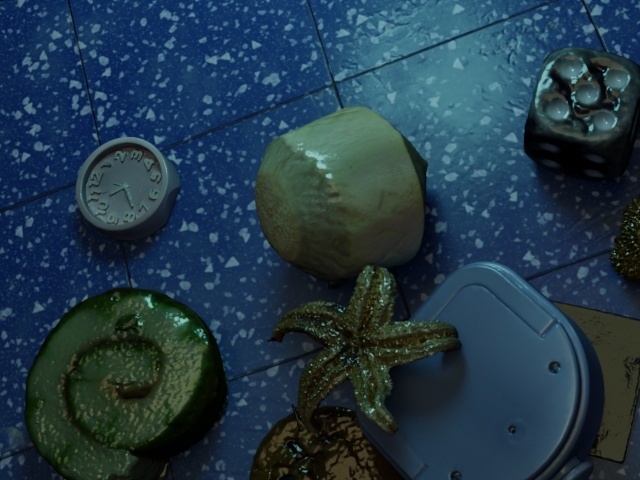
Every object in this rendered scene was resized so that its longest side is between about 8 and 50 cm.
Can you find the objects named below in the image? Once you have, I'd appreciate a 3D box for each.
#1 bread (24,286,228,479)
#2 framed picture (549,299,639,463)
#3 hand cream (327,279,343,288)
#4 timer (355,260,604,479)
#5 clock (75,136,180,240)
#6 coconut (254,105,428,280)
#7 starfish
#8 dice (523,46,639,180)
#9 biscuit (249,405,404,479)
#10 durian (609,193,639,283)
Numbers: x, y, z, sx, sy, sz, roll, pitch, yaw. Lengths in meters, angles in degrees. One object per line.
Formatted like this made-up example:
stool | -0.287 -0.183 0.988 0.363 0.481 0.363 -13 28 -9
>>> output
bread | -0.353 0.280 1.854 0.366 0.129 0.382 -6 72 13
framed picture | 0.379 0.219 1.741 0.324 0.013 0.244 12 76 19
hand cream | 0.000 0.000 1.899 0.067 0.042 0.194 -23 64 9
timer | 0.280 0.261 1.646 0.395 0.173 0.395 -8 71 25
clock | -0.381 -0.102 2.015 0.197 0.068 0.197 -4 72 14
coconut | 0.055 -0.086 1.777 0.329 0.329 0.328 -4 72 14
starfish | 0.059 0.191 1.629 0.303 0.113 0.312 -44 50 8
dice | 0.458 -0.217 1.765 0.183 0.182 0.181 16 77 17
biscuit | 0.006 0.426 1.742 0.296 0.075 0.296 -4 73 14
durian | 0.568 -0.006 1.700 0.168 0.137 0.158 -1 93 24
